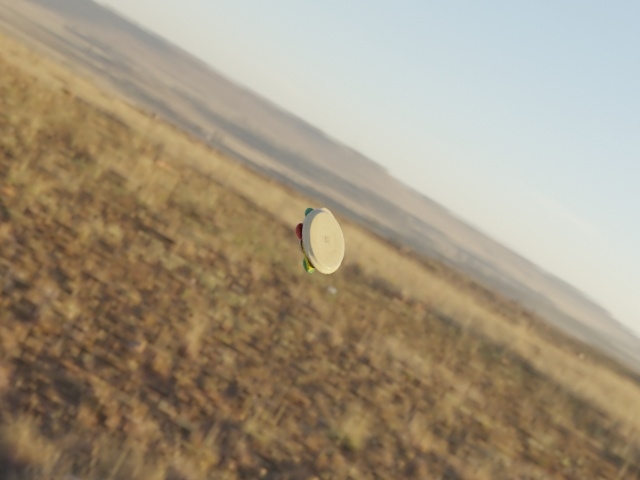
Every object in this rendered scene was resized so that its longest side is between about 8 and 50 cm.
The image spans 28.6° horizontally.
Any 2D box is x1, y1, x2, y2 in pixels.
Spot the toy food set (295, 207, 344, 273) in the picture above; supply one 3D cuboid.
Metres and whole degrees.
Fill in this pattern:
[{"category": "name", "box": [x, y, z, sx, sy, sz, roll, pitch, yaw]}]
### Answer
[{"category": "toy food set", "box": [0.000, 0.000, 1.533, 0.020, 0.083, 0.082, -12, -3, 36]}]
